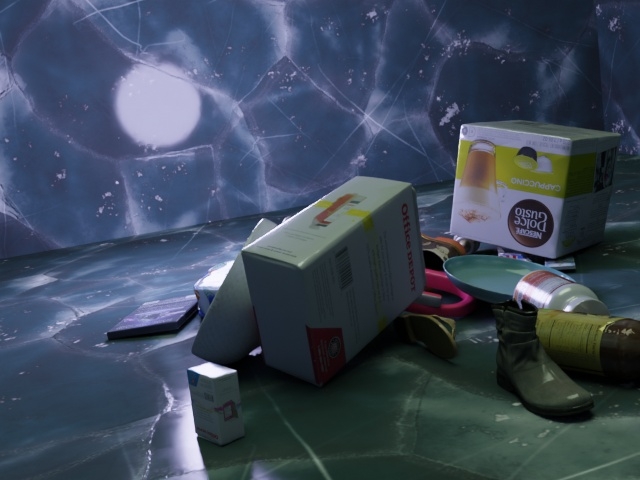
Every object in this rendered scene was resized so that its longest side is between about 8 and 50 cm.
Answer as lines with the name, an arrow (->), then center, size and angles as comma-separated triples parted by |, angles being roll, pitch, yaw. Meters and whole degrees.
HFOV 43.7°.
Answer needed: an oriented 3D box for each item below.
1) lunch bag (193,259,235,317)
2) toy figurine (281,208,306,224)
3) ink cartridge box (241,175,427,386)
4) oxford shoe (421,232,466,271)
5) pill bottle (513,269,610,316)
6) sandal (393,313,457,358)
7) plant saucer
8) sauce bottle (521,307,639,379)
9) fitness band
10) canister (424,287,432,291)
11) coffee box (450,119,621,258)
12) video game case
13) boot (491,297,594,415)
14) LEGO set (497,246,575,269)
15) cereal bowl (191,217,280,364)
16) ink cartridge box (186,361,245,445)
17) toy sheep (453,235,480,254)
lunch bag -> -0.194, 0.132, 2.184 | 0.304, 0.114, 0.243 | -7, 16, 10
toy figurine -> 0.000, 0.000, 2.478 | 0.210, 0.212, 0.148 | -14, -4, -44
ink cartridge box -> 0.041, 0.069, 1.651 | 0.161, 0.279, 0.385 | 13, 34, 38
oxford shoe -> 0.237, 0.029, 2.088 | 0.272, 0.096, 0.098 | 6, 24, 37
pill bottle -> 0.492, 0.138, 1.627 | 0.121, 0.121, 0.216 | -10, 12, -10
sandal -> 0.243, 0.183, 1.668 | 0.079, 0.088, 0.240 | -19, 9, -21
plant saucer -> 0.449, 0.100, 1.902 | 0.318, 0.043, 0.317 | 6, 14, -1
sauce bottle -> 0.505, 0.187, 1.407 | 0.345, 0.111, 0.111 | 5, 17, 44
fitness band -> 0.234, 0.117, 1.930 | 0.291, 0.054, 0.209 | 13, 17, 17
canister -> 0.211, 0.103, 2.141 | 0.170, 0.073, 0.126 | -5, 12, 6
coffee box -> 0.620, -0.160, 2.313 | 0.338, 0.334, 0.338 | 16, 19, 38
video game case -> -0.441, 0.204, 2.190 | 0.196, 0.026, 0.274 | -10, 11, 11
boot -> 0.359, 0.190, 1.349 | 0.084, 0.161, 0.246 | -12, 12, -17
LEGO set -> 0.572, 0.049, 2.201 | 0.245, 0.060, 0.182 | -5, 8, 16
cereal bowl -> -0.143, 0.129, 1.749 | 0.141, 0.338, 0.339 | 28, 14, 1
ink cartridge box -> -0.182, 0.282, 1.383 | 0.052, 0.122, 0.089 | -12, 12, -40
toy sheep -> 0.452, -0.001, 2.451 | 0.091, 0.091, 0.132 | -3, 18, 26
